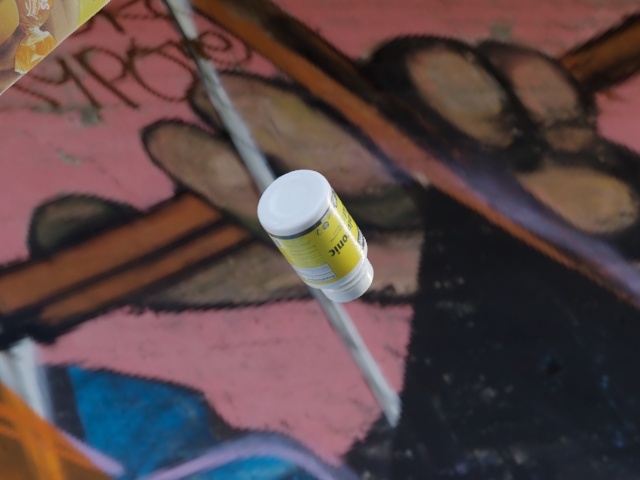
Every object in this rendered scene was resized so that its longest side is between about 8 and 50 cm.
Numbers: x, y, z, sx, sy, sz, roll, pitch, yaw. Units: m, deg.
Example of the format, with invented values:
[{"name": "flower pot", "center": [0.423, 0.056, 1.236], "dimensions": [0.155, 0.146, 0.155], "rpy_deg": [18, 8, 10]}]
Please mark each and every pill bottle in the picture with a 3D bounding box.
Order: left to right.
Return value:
[{"name": "pill bottle", "center": [0.000, 0.000, 1.252], "dimensions": [0.065, 0.065, 0.116], "rpy_deg": [-32, -46, 3]}]

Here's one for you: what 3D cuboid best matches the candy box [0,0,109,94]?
[{"name": "candy box", "center": [-0.270, -0.237, 0.933], "dimensions": [0.183, 0.087, 0.316], "rpy_deg": [-45, -49, -18]}]
